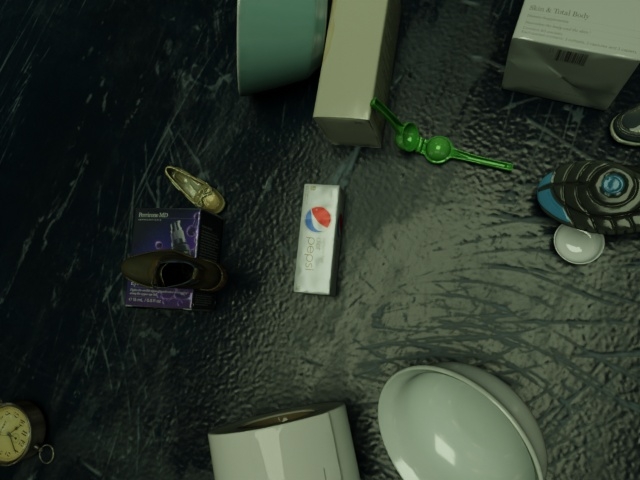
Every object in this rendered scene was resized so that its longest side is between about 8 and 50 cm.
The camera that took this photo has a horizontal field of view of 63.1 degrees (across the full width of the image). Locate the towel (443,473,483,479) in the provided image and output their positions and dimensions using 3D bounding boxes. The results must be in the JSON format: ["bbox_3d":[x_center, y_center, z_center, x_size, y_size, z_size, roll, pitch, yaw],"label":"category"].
[{"bbox_3d":[0.268,0.473,0.919,0.152,0.023,0.113,-11,76,14],"label":"towel"}]

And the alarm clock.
[{"bbox_3d":[-0.644,0.421,1.122,0.192,0.064,0.129,24,87,18],"label":"alarm clock"}]

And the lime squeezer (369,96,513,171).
[{"bbox_3d":[0.215,-0.194,0.999,0.310,0.110,0.058,21,67,-17],"label":"lime squeezer"}]

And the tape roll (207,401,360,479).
[{"bbox_3d":[-0.059,0.388,0.894,0.246,0.246,0.169,-13,78,11],"label":"tape roll"}]

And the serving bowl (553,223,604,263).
[{"bbox_3d":[0.464,0.003,0.942,0.083,0.027,0.083,-2,80,14],"label":"serving bowl"}]

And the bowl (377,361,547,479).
[{"bbox_3d":[0.248,0.316,0.859,0.298,0.134,0.297,22,123,40],"label":"bowl"}]

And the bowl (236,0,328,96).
[{"bbox_3d":[-0.075,-0.439,1.028,0.163,0.311,0.311,2,81,-5],"label":"bowl"}]

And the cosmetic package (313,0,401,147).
[{"bbox_3d":[0.079,-0.357,1.027,0.113,0.160,0.309,8,82,16],"label":"cosmetic package"}]

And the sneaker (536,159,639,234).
[{"bbox_3d":[0.554,-0.065,0.888,0.341,0.140,0.125,7,93,28],"label":"sneaker"}]

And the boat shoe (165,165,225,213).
[{"bbox_3d":[-0.272,-0.111,1.127,0.153,0.048,0.056,40,92,16],"label":"boat shoe"}]

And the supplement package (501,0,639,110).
[{"bbox_3d":[0.464,-0.408,0.920,0.199,0.198,0.262,18,85,16],"label":"supplement package"}]

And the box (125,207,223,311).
[{"bbox_3d":[-0.300,0.040,1.079,0.153,0.108,0.207,0,81,14],"label":"box"}]

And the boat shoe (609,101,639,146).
[{"bbox_3d":[0.649,-0.228,0.908,0.255,0.079,0.095,-7,80,12],"label":"boat shoe"}]

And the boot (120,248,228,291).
[{"bbox_3d":[-0.291,0.051,0.962,0.219,0.106,0.082,3,82,13],"label":"boot"}]

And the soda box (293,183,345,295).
[{"bbox_3d":[0.000,0.000,1.034,0.074,0.069,0.216,4,83,14],"label":"soda box"}]
